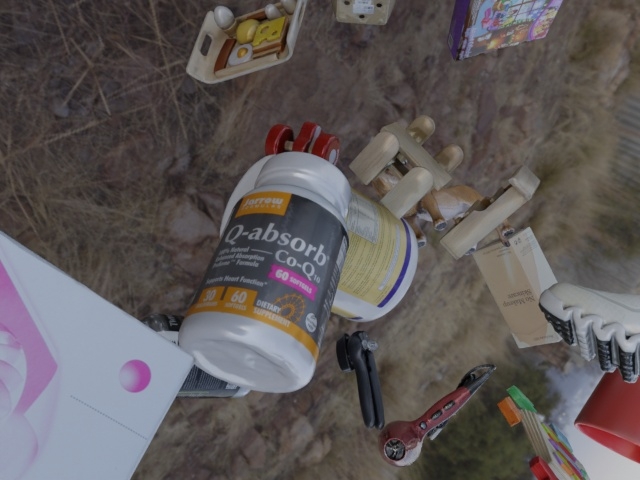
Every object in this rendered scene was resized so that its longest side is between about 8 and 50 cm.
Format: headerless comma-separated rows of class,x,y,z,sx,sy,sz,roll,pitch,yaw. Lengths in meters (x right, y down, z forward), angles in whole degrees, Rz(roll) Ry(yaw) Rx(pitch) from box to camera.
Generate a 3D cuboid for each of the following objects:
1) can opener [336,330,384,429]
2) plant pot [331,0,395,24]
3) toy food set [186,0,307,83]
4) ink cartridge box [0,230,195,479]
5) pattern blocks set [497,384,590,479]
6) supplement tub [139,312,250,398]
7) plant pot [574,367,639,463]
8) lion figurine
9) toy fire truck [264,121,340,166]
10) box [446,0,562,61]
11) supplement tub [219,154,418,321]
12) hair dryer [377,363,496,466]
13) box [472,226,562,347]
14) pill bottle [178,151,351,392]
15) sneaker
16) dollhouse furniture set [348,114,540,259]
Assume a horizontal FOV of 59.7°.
can opener,0.083,0.249,1.009,0.059,0.186,0.073,11,139,-37
plant pot,0.064,-0.373,0.799,0.109,0.109,0.096,92,3,-66
toy food set,-0.175,-0.517,1.356,0.092,0.306,0.220,45,48,-47
ink cartridge box,-0.278,0.116,0.275,0.071,0.330,0.324,-24,-146,51
pattern blocks set,0.395,0.364,0.912,0.026,0.285,0.325,-42,-165,14
supplement tub,-0.338,0.293,1.409,0.338,0.207,0.207,11,113,-36
plant pot,0.750,0.368,1.251,0.243,0.275,0.275,-60,154,-12
lion figurine,0.303,-0.094,1.411,0.392,0.240,0.142,12,133,-33
toy fire truck,-0.039,-0.149,1.457,0.254,0.169,0.302,34,72,-67
box,0.358,-0.465,1.042,0.200,0.057,0.293,-16,163,1
supplement tub,0.000,0.000,1.079,0.331,0.241,0.241,27,98,-33
hair dryer,0.188,0.318,1.012,0.293,0.080,0.224,-22,147,-50
box,0.583,0.136,1.596,0.121,0.311,0.148,-24,176,-38
pill bottle,-0.054,0.031,0.696,0.162,0.162,0.278,82,20,-53
sneaker,0.364,0.095,0.536,0.118,0.292,0.110,-61,148,-13
dollhouse furniture set,0.210,-0.119,0.922,0.161,0.242,0.212,-46,174,32
